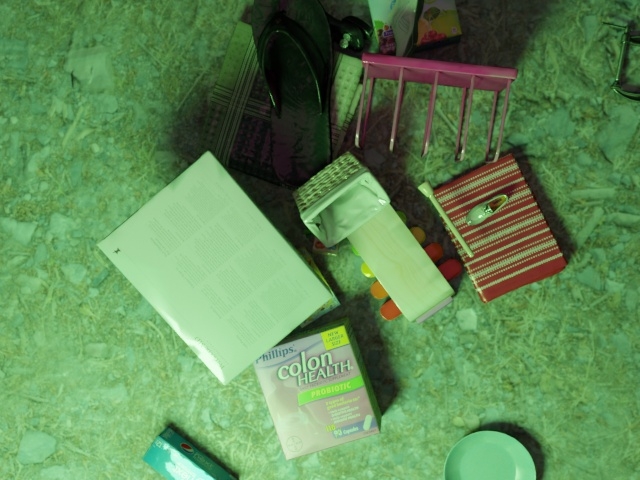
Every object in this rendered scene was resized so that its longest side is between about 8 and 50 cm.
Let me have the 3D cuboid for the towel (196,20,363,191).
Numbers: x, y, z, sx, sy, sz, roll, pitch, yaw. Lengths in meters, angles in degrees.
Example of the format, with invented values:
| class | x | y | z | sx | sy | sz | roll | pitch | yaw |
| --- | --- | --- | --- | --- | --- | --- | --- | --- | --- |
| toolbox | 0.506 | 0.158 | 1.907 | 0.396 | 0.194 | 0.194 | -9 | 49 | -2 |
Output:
| class | x | y | z | sx | sy | sz | roll | pitch | yaw |
| --- | --- | --- | --- | --- | --- | --- | --- | --- | --- |
| towel | -0.087 | -0.291 | 1.444 | 0.312 | 0.056 | 0.324 | 20 | 97 | 9 |

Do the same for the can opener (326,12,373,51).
| class | x | y | z | sx | sy | sz | roll | pitch | yaw |
| --- | --- | --- | --- | --- | --- | --- | --- | --- | --- |
| can opener | 0.020 | -0.468 | 1.421 | 0.186 | 0.073 | 0.059 | 27 | 134 | 8 |

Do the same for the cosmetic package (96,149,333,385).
| class | x | y | z | sx | sy | sz | roll | pitch | yaw |
| --- | --- | --- | --- | --- | --- | --- | --- | --- | --- |
| cosmetic package | -0.203 | 0.054 | 1.304 | 0.284 | 0.097 | 0.377 | -40 | 98 | 0 |

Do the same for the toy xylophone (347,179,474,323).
| class | x | y | z | sx | sy | sz | roll | pitch | yaw |
| --- | --- | --- | --- | --- | --- | --- | --- | --- | --- |
| toy xylophone | 0.184 | 0.017 | 1.399 | 0.236 | 0.081 | 0.322 | -28 | 89 | 7 |

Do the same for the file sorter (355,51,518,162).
| class | x | y | z | sx | sy | sz | roll | pitch | yaw |
| --- | --- | --- | --- | --- | --- | --- | --- | --- | --- |
| file sorter | 0.223 | -0.259 | 1.327 | 0.291 | 0.202 | 0.182 | 8 | 96 | 6 |

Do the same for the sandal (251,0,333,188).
| class | x | y | z | sx | sy | sz | roll | pitch | yaw |
| --- | --- | --- | --- | --- | --- | --- | --- | --- | --- |
| sandal | -0.050 | -0.331 | 1.352 | 0.168 | 0.107 | 0.445 | -8 | 92 | 11 |

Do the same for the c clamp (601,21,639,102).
| class | x | y | z | sx | sy | sz | roll | pitch | yaw |
| --- | --- | --- | --- | --- | --- | --- | --- | --- | --- |
| c clamp | 0.645 | -0.369 | 1.363 | 0.137 | 0.022 | 0.160 | 5 | 91 | 2 |

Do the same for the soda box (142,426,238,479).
| class | x | y | z | sx | sy | sz | roll | pitch | yaw |
| --- | --- | --- | --- | --- | --- | --- | --- | --- | --- |
| soda box | -0.294 | 0.521 | 1.484 | 0.210 | 0.067 | 0.071 | 36 | 96 | 4 |

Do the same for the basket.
| class | x | y | z | sx | sy | sz | roll | pitch | yaw |
| --- | --- | --- | --- | --- | --- | --- | --- | --- | --- |
| basket | 0.038 | -0.088 | 1.343 | 0.167 | 0.113 | 0.103 | -37 | 45 | 5 |

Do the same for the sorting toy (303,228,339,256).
| class | x | y | z | sx | sy | sz | roll | pitch | yaw |
| --- | --- | --- | --- | --- | --- | --- | --- | --- | --- |
| sorting toy | 0.000 | 0.000 | 1.456 | 0.083 | 0.012 | 0.062 | 9 | 94 | 6 |

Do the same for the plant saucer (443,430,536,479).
| class | x | y | z | sx | sy | sz | roll | pitch | yaw |
| --- | --- | --- | --- | --- | --- | --- | --- | --- | --- |
| plant saucer | 0.365 | 0.504 | 1.420 | 0.195 | 0.037 | 0.194 | 0 | 92 | 8 |

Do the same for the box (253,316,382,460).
| class | x | y | z | sx | sy | sz | roll | pitch | yaw |
| --- | --- | --- | --- | --- | --- | --- | --- | --- | --- |
| box | -0.005 | 0.317 | 1.417 | 0.214 | 0.117 | 0.242 | -18 | 90 | 7 |

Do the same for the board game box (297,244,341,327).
| class | x | y | z | sx | sy | sz | roll | pitch | yaw |
| --- | --- | --- | --- | --- | --- | --- | --- | --- | --- |
| board game box | -0.038 | 0.103 | 1.457 | 0.103 | 0.026 | 0.154 | -33 | 88 | 7 |

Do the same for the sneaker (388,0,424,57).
| class | x | y | z | sx | sy | sz | roll | pitch | yaw |
| --- | --- | --- | --- | --- | --- | --- | --- | --- | --- |
| sneaker | 0.169 | -0.437 | 1.335 | 0.061 | 0.054 | 0.152 | 11 | 92 | 22 |

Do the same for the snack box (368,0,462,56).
| class | x | y | z | sx | sy | sz | roll | pitch | yaw |
| --- | --- | --- | --- | --- | --- | --- | --- | --- | --- |
| snack box | 0.190 | -0.506 | 1.384 | 0.175 | 0.070 | 0.207 | -13 | 90 | 8 |

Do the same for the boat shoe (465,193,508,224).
| class | x | y | z | sx | sy | sz | roll | pitch | yaw |
| --- | --- | --- | --- | --- | --- | --- | --- | --- | --- |
| boat shoe | 0.350 | -0.066 | 1.372 | 0.100 | 0.035 | 0.035 | -31 | 86 | 9 |

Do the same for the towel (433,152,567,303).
| class | x | y | z | sx | sy | sz | roll | pitch | yaw |
| --- | --- | --- | --- | --- | --- | --- | --- | --- | --- |
| towel | 0.381 | -0.023 | 1.401 | 0.199 | 0.031 | 0.274 | -26 | 87 | 9 |
